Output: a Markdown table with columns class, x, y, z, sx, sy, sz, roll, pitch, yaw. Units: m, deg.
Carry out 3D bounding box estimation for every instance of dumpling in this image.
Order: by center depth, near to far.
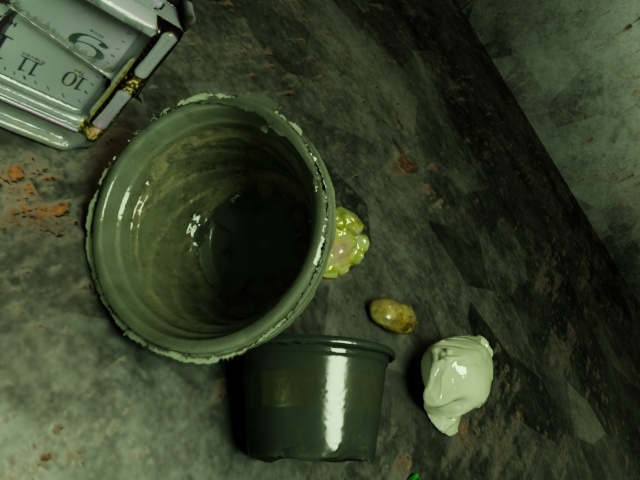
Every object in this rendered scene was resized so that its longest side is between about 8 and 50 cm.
| class | x | y | z | sx | sy | sz | roll | pitch | yaw |
| --- | --- | --- | --- | --- | --- | --- | --- | --- | --- |
| dumpling | 0.189 | 0.208 | 0.799 | 0.169 | 0.100 | 0.134 | -22 | 120 | -73 |

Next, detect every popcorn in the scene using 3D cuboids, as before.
| class | x | y | z | sx | sy | sz | roll | pitch | yaw |
| --- | --- | --- | --- | --- | --- | --- | --- | --- | --- |
| popcorn | -0.001 | 0.000 | 0.714 | 0.109 | 0.089 | 0.097 | 21 | 84 | -30 |

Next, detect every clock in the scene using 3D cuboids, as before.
| class | x | y | z | sx | sy | sz | roll | pitch | yaw |
| --- | --- | --- | --- | --- | --- | --- | --- | --- | --- |
| clock | -0.250 | -0.186 | 0.451 | 0.253 | 0.186 | 0.083 | 23 | 42 | -41 |

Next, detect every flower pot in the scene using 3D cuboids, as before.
| class | x | y | z | sx | sy | sz | roll | pitch | yaw |
| --- | --- | --- | --- | --- | --- | --- | --- | --- | --- |
| flower pot | -0.082 | -0.006 | 0.528 | 0.235 | 0.235 | 0.140 | 69 | 13 | 14 |
| flower pot | -0.008 | 0.156 | 0.535 | 0.157 | 0.157 | 0.107 | 24 | 60 | -40 |

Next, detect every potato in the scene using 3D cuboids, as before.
| class | x | y | z | sx | sy | sz | roll | pitch | yaw |
| --- | --- | --- | --- | --- | --- | --- | --- | --- | --- |
| potato | 0.102 | 0.106 | 0.795 | 0.083 | 0.040 | 0.051 | 21 | 26 | -35 |

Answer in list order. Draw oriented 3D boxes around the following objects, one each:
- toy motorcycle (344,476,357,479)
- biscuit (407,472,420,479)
| class | x | y | z | sx | sy | sz | roll | pitch | yaw |
| --- | --- | --- | --- | --- | --- | --- | --- | --- | --- |
| toy motorcycle | 0.049 | 0.352 | 0.497 | 0.157 | 0.091 | 0.263 | 40 | 40 | -18 |
| biscuit | 0.124 | 0.329 | 0.672 | 0.046 | 0.016 | 0.089 | -8 | 70 | -54 |
